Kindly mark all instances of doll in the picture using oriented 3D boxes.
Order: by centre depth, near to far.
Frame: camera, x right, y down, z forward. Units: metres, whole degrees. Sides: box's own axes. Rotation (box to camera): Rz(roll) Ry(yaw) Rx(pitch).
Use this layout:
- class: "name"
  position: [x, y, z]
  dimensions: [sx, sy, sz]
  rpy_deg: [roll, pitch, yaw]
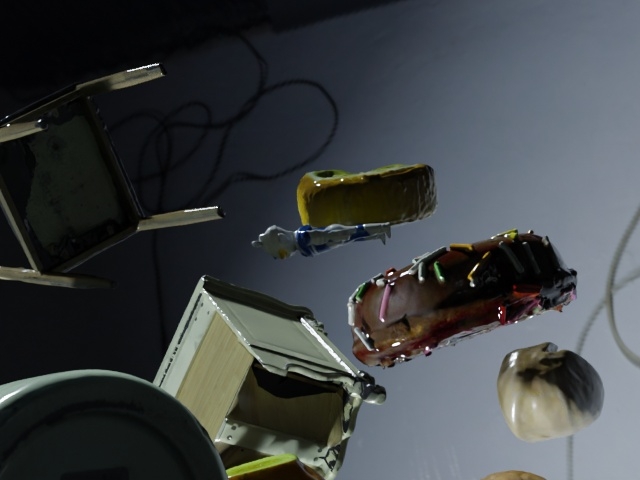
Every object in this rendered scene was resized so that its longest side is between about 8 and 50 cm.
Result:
- class: "doll"
  position: [0.000, 0.000, 1.701]
  dimensions: [0.227, 0.114, 0.057]
  rpy_deg: [-3, 88, -4]

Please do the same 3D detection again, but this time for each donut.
- class: "donut"
  position: [0.153, 0.065, 1.136]
  dimensions: [0.269, 0.269, 0.103]
  rpy_deg: [-22, 81, 16]

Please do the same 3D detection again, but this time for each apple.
- class: "apple"
  position: [-0.055, 0.307, 1.159]
  dimensions: [0.147, 0.163, 0.146]
  rpy_deg: [-35, 13, -11]

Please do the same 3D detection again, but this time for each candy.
- class: "candy"
  position: [0.087, -0.079, 1.854]
  dimensions: [0.259, 0.260, 0.118]
  rpy_deg: [-5, 100, 26]

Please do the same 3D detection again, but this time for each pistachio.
- class: "pistachio"
  position: [0.348, 0.232, 1.565]
  dimensions: [0.137, 0.237, 0.153]
  rpy_deg: [37, 102, 36]

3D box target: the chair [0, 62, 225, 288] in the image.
- class: "chair"
  position: [-0.258, -0.057, 1.031]
  dimensions: [0.272, 0.188, 0.166]
  rpy_deg: [-5, 23, 43]

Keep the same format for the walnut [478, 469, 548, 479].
- class: "walnut"
  position: [0.221, 0.343, 1.155]
  dimensions: [0.167, 0.207, 0.168]
  rpy_deg: [-1, 82, 4]

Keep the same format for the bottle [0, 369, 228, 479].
- class: "bottle"
  position: [-0.239, 0.222, 0.765]
  dimensions: [0.351, 0.229, 0.229]
  rpy_deg: [-18, 53, 50]

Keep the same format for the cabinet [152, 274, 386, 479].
- class: "cabinet"
  position: [-0.098, 0.265, 1.608]
  dimensions: [0.290, 0.227, 0.318]
  rpy_deg: [-65, 30, 8]
